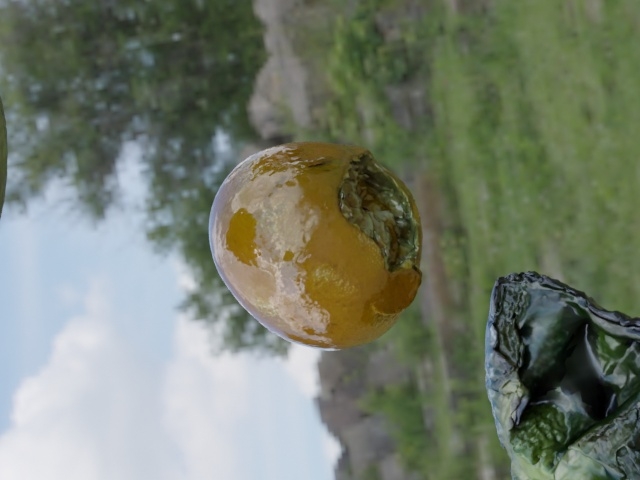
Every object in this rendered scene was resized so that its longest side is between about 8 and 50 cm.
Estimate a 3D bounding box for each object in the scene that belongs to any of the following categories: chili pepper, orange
[{"bbox_3d":[0.195,0.146,1.138,0.148,0.116,0.264,101,156,-61],"label":"chili pepper"},{"bbox_3d":[0.000,0.000,1.102,0.155,0.134,0.154,39,-170,-8],"label":"orange"}]

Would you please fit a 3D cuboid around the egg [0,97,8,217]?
[{"bbox_3d":[-0.315,-0.044,1.002,0.238,0.238,0.289,-86,-6,-64],"label":"egg"}]
